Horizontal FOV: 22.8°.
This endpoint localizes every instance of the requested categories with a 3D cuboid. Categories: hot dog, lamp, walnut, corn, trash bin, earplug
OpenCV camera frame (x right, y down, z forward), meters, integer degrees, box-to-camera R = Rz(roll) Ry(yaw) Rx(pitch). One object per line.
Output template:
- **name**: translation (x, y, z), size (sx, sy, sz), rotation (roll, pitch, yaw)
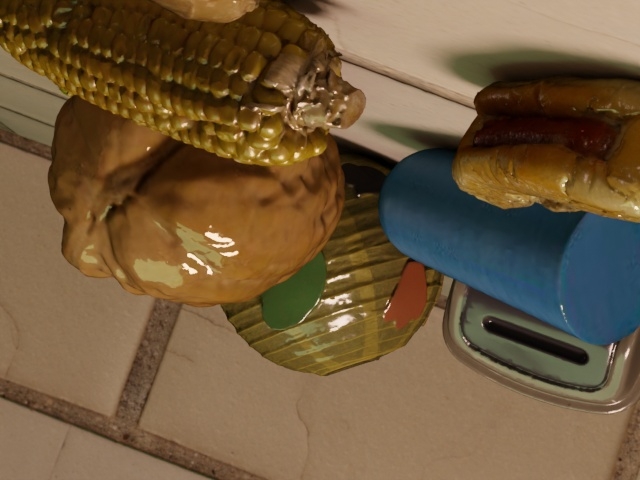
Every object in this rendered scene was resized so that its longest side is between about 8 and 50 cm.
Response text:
- **hot dog**: translation (0.150, -0.062, 1.006), size (0.073, 0.084, 0.242), rotation (22, 177, -24)
- **lamp**: translation (0.000, 0.000, 1.679), size (0.250, 0.284, 0.250), rotation (-21, 172, -3)
- **walnut**: translation (-0.094, -0.056, 1.281), size (0.224, 0.257, 0.257), rotation (49, -179, 11)
- **corn**: translation (-0.110, -0.137, 1.109), size (0.322, 0.119, 0.119), rotation (24, 177, 25)
- **trash bin**: translation (0.246, 0.068, 1.561), size (0.209, 0.182, 0.290), rotation (19, -179, 18)
- **earplug**: translation (0.155, -0.011, 1.369), size (0.132, 0.132, 0.273), rotation (25, 178, -41)

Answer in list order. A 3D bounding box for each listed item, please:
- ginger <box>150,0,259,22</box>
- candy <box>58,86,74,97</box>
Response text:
- **ginger**: translation (-0.119, -0.180, 0.902), size (0.190, 0.069, 0.095), rotation (22, 171, -6)
- **candy**: translation (-0.296, -0.191, 1.903), size (0.035, 0.035, 0.123), rotation (32, -178, -11)
